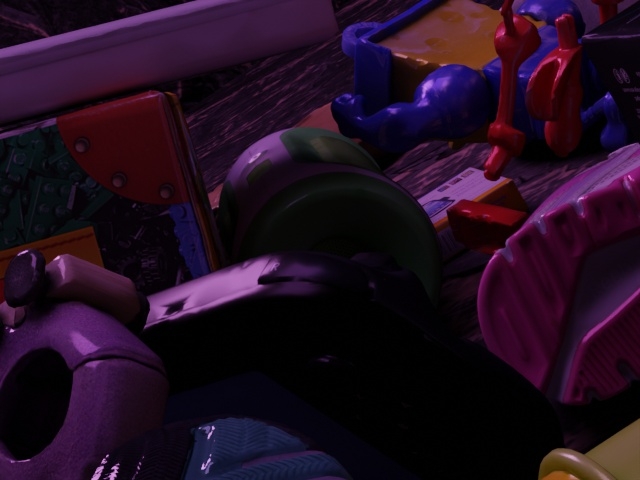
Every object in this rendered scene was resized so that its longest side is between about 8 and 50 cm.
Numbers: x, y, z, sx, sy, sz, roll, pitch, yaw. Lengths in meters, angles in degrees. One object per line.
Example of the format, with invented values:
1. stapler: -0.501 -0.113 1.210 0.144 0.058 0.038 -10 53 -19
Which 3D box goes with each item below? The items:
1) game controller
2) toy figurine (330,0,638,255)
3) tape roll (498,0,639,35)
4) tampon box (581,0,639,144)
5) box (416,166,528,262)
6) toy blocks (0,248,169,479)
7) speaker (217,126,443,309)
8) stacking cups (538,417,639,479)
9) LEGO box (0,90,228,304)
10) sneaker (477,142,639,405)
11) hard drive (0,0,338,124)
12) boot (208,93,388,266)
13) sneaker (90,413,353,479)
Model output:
1. game controller: -0.044 0.087 0.793 0.319 0.166 0.067 -20 35 46
2. toy figurine: 0.117 -0.137 1.070 0.217 0.191 0.362 14 37 35
3. tape roll: 0.256 -0.224 1.337 0.392 0.072 0.392 -42 -3 -3
4. tampon box: 0.203 -0.042 0.682 0.120 0.161 0.101 -34 11 -7
5. box: 0.091 -0.018 1.253 0.081 0.028 0.136 -32 8 -4
6. toy blocks: -0.227 0.143 0.591 0.288 0.309 0.260 -39 50 25
7. speaker: 0.000 0.000 1.129 0.131 0.131 0.296 -31 10 0
8. stacking cups: 0.170 0.060 0.552 0.316 0.096 0.096 -29 10 -16
9. LEGO box: -0.248 0.040 1.152 0.372 0.193 0.500 -16 6 -3
10. sneaker: 0.174 -0.016 0.804 0.252 0.103 0.111 -25 2 -7
11. hard drive: -0.164 -0.089 1.009 0.307 0.040 0.203 -17 6 -15
12. boot: -0.064 -0.039 1.648 0.236 0.089 0.269 -11 20 32
13. sneaker: -0.009 0.133 0.470 0.083 0.098 0.223 -11 27 -16
